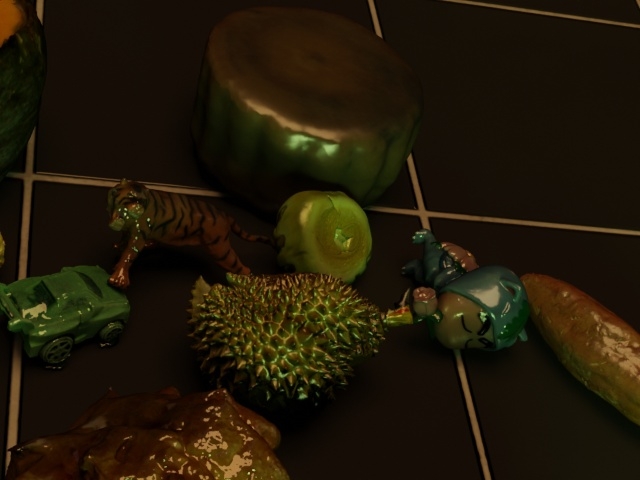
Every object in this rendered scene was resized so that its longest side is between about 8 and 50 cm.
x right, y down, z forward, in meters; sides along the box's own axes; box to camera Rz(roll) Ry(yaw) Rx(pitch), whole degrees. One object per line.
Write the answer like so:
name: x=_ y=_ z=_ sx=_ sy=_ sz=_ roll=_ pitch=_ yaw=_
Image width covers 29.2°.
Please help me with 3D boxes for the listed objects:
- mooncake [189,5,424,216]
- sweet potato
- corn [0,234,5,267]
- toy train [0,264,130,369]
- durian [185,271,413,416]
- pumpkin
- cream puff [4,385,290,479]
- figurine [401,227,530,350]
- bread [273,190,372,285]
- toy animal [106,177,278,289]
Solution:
mooncake: x=-0.018 y=-0.159 z=1.553 sx=0.291 sy=0.161 sz=0.290 roll=11 pitch=43 yaw=-10
sweet potato: x=0.330 y=0.122 z=1.444 sx=0.097 sy=0.097 sz=0.251 roll=-26 pitch=61 yaw=-37
corn: x=-0.423 y=0.009 z=1.314 sx=0.165 sy=0.063 sz=0.085 roll=-4 pitch=58 yaw=-20
toy train: x=-0.274 y=0.070 z=1.294 sx=0.149 sy=0.081 sz=0.099 roll=-21 pitch=55 yaw=-34
durian: x=-0.019 y=0.115 z=1.282 sx=0.237 sy=0.193 sz=0.137 roll=-3 pitch=66 yaw=-1
pumpkin: x=-0.447 y=-0.169 z=1.366 sx=0.303 sy=0.225 sz=0.256 roll=-24 pitch=54 yaw=-34
cream puff: x=-0.166 y=0.227 z=1.097 sx=0.269 sy=0.154 sz=0.241 roll=-23 pitch=15 yaw=-38
figurine: x=0.152 y=0.068 z=1.437 sx=0.145 sy=0.114 sz=0.178 roll=-24 pitch=46 yaw=-28
bread: x=0.000 y=0.000 z=1.439 sx=0.071 sy=0.130 sz=0.139 roll=-4 pitch=16 yaw=42
toy animal: x=-0.143 y=-0.011 z=1.389 sx=0.255 sy=0.116 sz=0.114 roll=8 pitch=26 yaw=-38
